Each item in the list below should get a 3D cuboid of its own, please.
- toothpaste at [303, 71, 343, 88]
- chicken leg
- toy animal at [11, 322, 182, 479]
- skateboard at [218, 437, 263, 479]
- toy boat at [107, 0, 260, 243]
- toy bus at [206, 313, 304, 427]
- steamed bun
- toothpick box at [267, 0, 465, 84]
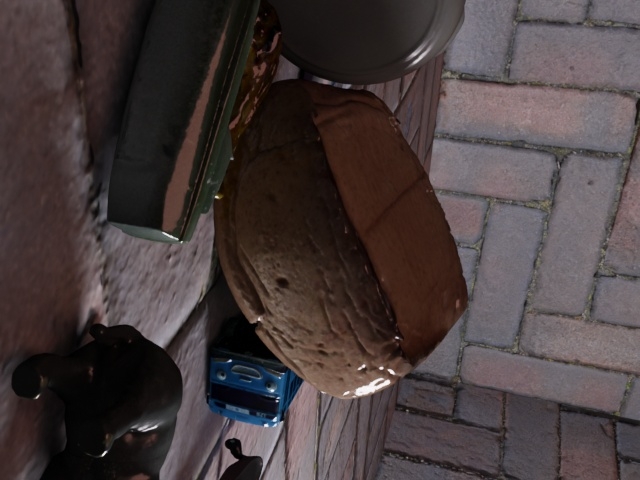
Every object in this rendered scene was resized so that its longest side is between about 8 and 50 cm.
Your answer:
[{"bbox_3d":[0.015,-0.247,0.987,0.114,0.073,0.299,-38,144,-73],"label":"toothpaste"},{"bbox_3d":[-0.081,-0.125,0.647,0.093,0.070,0.178,12,92,-56],"label":"chicken leg"},{"bbox_3d":[-0.150,0.181,0.520,0.137,0.082,0.269,-38,136,-71],"label":"toy animal"},{"bbox_3d":[-0.098,0.290,0.851,0.151,0.080,0.067,-46,150,-65],"label":"skateboard"},{"bbox_3d":[-0.088,-0.124,0.564,0.085,0.078,0.260,26,75,-59],"label":"toy boat"},{"bbox_3d":[-0.058,0.131,0.881,0.184,0.090,0.106,-48,149,-69],"label":"toy bus"},{"bbox_3d":[0.000,0.000,0.785,0.251,0.199,0.301,-25,93,-59],"label":"steamed bun"},{"bbox_3d":[0.065,-0.330,0.780,0.316,0.229,0.229,-69,164,-44],"label":"toothpick box"}]
